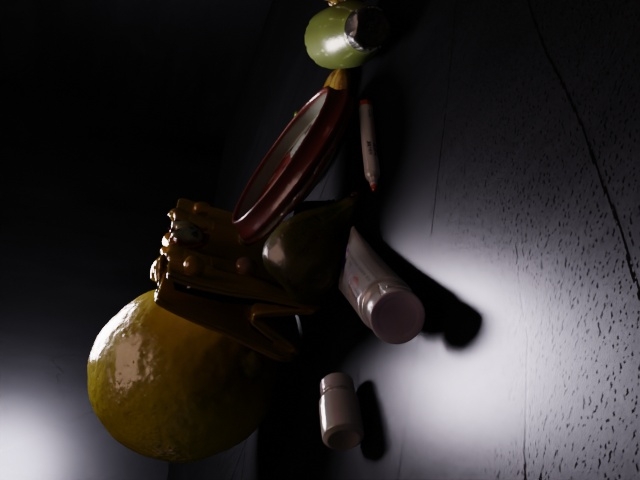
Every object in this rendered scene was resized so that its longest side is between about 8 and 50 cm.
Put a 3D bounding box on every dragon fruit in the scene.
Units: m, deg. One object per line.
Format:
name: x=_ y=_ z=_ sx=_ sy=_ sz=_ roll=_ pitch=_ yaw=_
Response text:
dragon fruit: x=-0.022 y=-0.017 z=1.171 sx=0.097 sy=0.063 sz=0.131 roll=140 pitch=142 yaw=-66

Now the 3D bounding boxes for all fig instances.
fig: x=0.000 y=0.012 z=1.029 sx=0.133 sy=0.185 sz=0.126 roll=42 pitch=156 yaw=31

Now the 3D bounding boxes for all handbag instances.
handbag: x=-0.160 y=0.045 z=1.197 sx=0.401 sy=0.283 sz=0.133 roll=-110 pitch=40 yaw=-67

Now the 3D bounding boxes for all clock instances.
clock: x=-0.043 y=-0.129 z=1.138 sx=0.318 sy=0.080 sz=0.318 roll=-50 pitch=15 yaw=19

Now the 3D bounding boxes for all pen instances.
pen: x=0.076 y=-0.150 z=1.005 sx=0.218 sy=0.026 sz=0.026 roll=-91 pitch=21 yaw=-44

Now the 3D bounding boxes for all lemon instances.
lemon: x=-0.240 y=0.246 z=1.224 sx=0.364 sy=0.365 sz=0.364 roll=-166 pitch=90 yaw=-75

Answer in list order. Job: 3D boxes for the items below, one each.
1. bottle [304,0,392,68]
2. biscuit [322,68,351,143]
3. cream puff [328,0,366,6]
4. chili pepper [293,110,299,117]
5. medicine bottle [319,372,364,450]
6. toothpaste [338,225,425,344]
bottle: x=0.050 y=-0.357 z=1.120 sx=0.260 sy=0.112 sz=0.112 roll=-137 pitch=62 yaw=-71
biscuit: x=0.005 y=-0.236 z=1.306 sx=0.203 sy=0.041 sz=0.259 roll=-120 pitch=50 yaw=-67
cream puff: x=0.061 y=-0.513 z=1.212 sx=0.165 sy=0.115 sz=0.150 roll=-59 pitch=28 yaw=24
chili pepper: x=-0.070 y=-0.198 z=1.504 sx=0.203 sy=0.073 sz=0.072 roll=-62 pitch=-1 yaw=10
medicine bottle: x=0.025 y=0.214 z=0.813 sx=0.089 sy=0.052 sz=0.052 roll=-98 pitch=26 yaw=-53
toothpaste: x=0.058 y=0.053 z=0.826 sx=0.323 sy=0.066 sz=0.100 roll=-128 pitch=48 yaw=-77
